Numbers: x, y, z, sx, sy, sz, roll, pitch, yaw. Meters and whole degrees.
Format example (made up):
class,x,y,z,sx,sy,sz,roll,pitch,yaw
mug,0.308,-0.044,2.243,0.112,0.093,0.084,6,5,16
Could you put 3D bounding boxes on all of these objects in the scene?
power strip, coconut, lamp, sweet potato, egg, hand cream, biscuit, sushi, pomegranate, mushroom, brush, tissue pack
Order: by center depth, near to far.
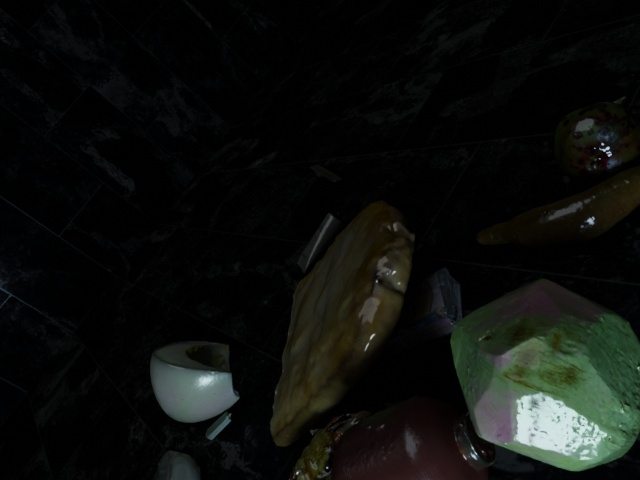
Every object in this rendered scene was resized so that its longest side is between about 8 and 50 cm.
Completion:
class,x,y,z,sx,sy,sz,roll,pitch,yaw
coconut,0.278,0.160,0.712,0.236,0.236,0.204,-41,-11,14
lamp,0.124,0.323,0.800,0.258,0.180,0.180,-35,29,29
sweet potato,0.406,-0.033,0.954,0.346,0.079,0.108,-23,7,42
sushi,0.013,0.376,0.966,0.226,0.103,0.097,-46,54,-2
pomegranate,0.482,-0.169,0.969,0.169,0.149,0.148,-25,9,-39
tissue pack,0.185,0.134,1.059,0.155,0.065,0.116,-29,31,32
biscuit,0.050,0.127,1.140,0.446,0.104,0.429,-53,17,34
mushroom,-0.292,0.568,1.164,0.109,0.097,0.351,-46,31,10
power strip,-0.239,0.436,1.335,0.083,0.017,0.027,-44,28,9
egg,-0.315,0.353,1.385,0.271,0.206,0.162,-167,84,-70
hand cream,0.000,0.000,1.531,0.186,0.054,0.087,-54,22,4
brush,0.018,-0.205,1.796,0.034,0.028,0.190,-17,26,-19
